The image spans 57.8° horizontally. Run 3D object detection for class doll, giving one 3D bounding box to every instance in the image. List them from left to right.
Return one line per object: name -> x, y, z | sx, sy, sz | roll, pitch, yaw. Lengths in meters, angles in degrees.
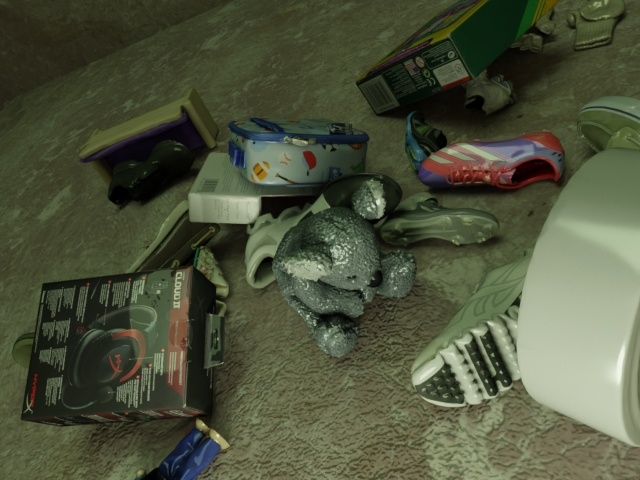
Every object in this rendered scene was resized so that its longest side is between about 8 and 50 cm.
doll -> -0.210, 0.341, 0.800 | 0.129, 0.046, 0.189 | 16, 55, 46

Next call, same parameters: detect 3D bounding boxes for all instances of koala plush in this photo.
koala plush -> 0.021, 0.022, 0.821 | 0.203, 0.221, 0.196 | 43, 74, 14

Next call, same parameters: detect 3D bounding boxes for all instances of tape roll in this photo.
tape roll -> 0.316, 0.054, 0.581 | 0.100, 0.286, 0.286 | 18, 57, 46

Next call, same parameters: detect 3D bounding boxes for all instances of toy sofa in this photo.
toy sofa -> -0.483, -0.274, 1.638 | 0.362, 0.150, 0.177 | -19, 35, 14

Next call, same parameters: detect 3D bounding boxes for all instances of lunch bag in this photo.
lunch bag -> -0.055, -0.173, 1.094 | 0.243, 0.115, 0.303 | -1, 15, -18

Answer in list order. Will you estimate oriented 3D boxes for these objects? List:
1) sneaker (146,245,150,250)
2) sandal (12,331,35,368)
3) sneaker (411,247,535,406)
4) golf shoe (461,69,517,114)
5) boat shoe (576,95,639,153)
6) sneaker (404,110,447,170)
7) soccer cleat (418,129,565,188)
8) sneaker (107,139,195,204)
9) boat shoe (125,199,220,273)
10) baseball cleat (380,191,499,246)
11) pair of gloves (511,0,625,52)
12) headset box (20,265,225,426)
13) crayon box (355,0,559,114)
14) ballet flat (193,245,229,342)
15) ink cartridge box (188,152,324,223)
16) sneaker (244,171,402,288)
sneaker -> -0.307, -0.004, 1.256 | 0.170, 0.075, 0.063 | -43, 38, -18
sandal -> -0.464, 0.230, 1.057 | 0.302, 0.120, 0.086 | -2, 58, 32
sneaker -> 0.227, 0.104, 0.748 | 0.292, 0.110, 0.118 | -31, 27, -16
golf shoe -> 0.322, -0.314, 1.208 | 0.086, 0.069, 0.176 | -38, 35, 0
boat shoe -> 0.472, -0.121, 0.838 | 0.094, 0.109, 0.302 | -34, 39, -2
sneaker -> 0.210, -0.198, 1.157 | 0.078, 0.067, 0.188 | -3, 37, 1
soccer cleat -> 0.286, -0.124, 0.994 | 0.248, 0.083, 0.095 | -9, 45, 23
sneaker -> -0.453, -0.168, 1.549 | 0.286, 0.109, 0.130 | -21, 42, 28
boat shoe -> -0.320, 0.071, 1.142 | 0.324, 0.096, 0.116 | -58, 5, -23
baseball cleat -> 0.197, -0.044, 0.961 | 0.205, 0.072, 0.109 | -2, 44, 32
pair of gloves -> 0.538, -0.486, 1.284 | 0.240, 0.042, 0.204 | 7, 49, 38
headset box -> -0.292, 0.168, 0.910 | 0.293, 0.110, 0.218 | -8, 66, 10
crayon box -> 0.287, -0.427, 1.237 | 0.313, 0.106, 0.363 | -42, 16, -17
ballet flat -> -0.209, 0.109, 1.068 | 0.077, 0.091, 0.241 | 6, 45, -3
ink cartridge box -> -0.124, -0.117, 1.222 | 0.261, 0.066, 0.296 | 1, 24, -2
sneaker -> 0.000, 0.000, 1.007 | 0.330, 0.122, 0.146 | -25, 42, 33
